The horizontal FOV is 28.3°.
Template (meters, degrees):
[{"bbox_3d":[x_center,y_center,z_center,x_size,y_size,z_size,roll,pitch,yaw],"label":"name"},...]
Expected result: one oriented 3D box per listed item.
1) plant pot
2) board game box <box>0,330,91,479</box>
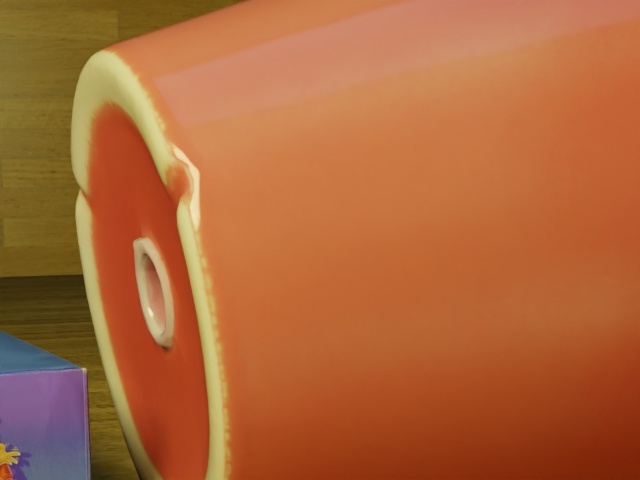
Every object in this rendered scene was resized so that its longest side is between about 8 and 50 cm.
[{"bbox_3d":[0.040,0.002,0.520,0.243,0.275,0.275,-11,5,-22],"label":"plant pot"},{"bbox_3d":[-0.259,0.085,0.573,0.233,0.078,0.347,-2,2,-24],"label":"board game box"}]
